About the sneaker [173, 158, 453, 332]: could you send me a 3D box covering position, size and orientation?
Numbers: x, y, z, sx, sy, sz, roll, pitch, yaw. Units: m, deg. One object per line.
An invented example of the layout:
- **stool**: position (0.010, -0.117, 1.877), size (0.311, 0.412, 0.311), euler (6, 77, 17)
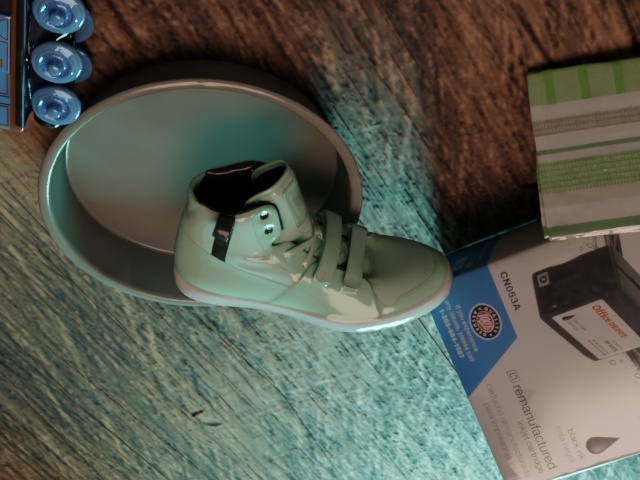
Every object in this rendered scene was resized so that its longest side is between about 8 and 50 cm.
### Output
- **sneaker**: position (0.000, 0.000, 1.231), size (0.256, 0.094, 0.151), euler (4, 143, -4)

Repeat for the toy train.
- **toy train**: position (-0.240, -0.167, 1.135), size (0.105, 0.080, 0.184), euler (9, 136, -4)

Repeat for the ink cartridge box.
- **ink cartridge box**: position (0.284, 0.077, 1.319), size (0.307, 0.129, 0.223), euler (-22, 96, 19)

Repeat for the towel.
- **towel**: position (0.243, -0.080, 1.225), size (0.113, 0.023, 0.152), euler (-6, 93, 13)

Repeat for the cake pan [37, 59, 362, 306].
- **cake pan**: position (-0.109, -0.052, 1.283), size (0.293, 0.054, 0.293), euler (-2, 137, -2)
